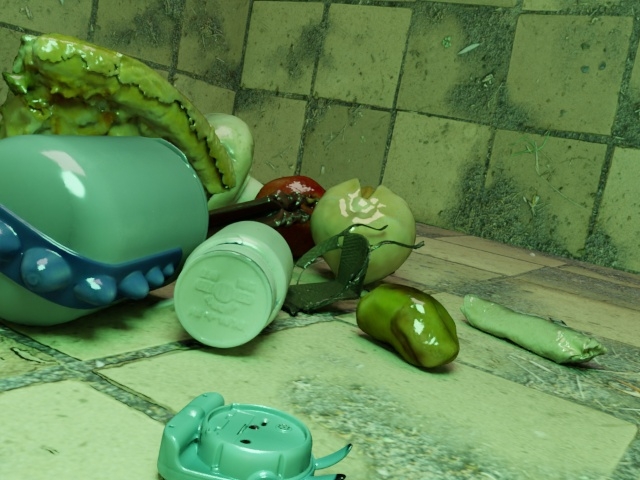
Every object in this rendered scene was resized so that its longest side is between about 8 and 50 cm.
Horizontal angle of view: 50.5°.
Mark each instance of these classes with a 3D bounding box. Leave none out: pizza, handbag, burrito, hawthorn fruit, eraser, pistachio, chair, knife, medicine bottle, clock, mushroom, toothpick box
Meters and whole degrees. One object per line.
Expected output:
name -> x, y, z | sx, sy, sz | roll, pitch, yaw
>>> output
pizza -> -0.349, -0.160, 1.077 | 0.434, 0.392, 0.080 | -21, 52, -20
handbag -> -0.171, -0.030, 1.339 | 0.275, 0.084, 0.260 | -15, 0, 16
burrito -> 0.350, 0.153, 1.164 | 0.082, 0.059, 0.275 | 13, 5, -40
hawthorn fruit -> -0.055, -0.063, 1.547 | 0.196, 0.197, 0.225 | 7, -19, -26
eraser -> 0.407, 0.158, 1.296 | 0.122, 0.029, 0.052 | 11, 8, 6
pistachio -> 0.132, 0.115, 0.976 | 0.110, 0.100, 0.189 | 0, 11, -33
chair -> 0.047, 0.054, 1.171 | 0.213, 0.149, 0.174 | 0, 16, -28
knife -> -0.119, 0.086, 1.145 | 0.222, 0.021, 0.045 | 16, 14, 33
medicine bottle -> -0.114, 0.054, 0.938 | 0.143, 0.144, 0.258 | 10, 7, -1
pistachio -> 0.087, -0.010, 1.408 | 0.229, 0.230, 0.309 | 12, -8, 10
clock -> -0.049, 0.171, 0.549 | 0.147, 0.045, 0.108 | 12, 9, 9
mushroom -> -0.272, -0.148, 1.673 | 0.314, 0.315, 0.356 | 13, -21, 18
toothpick box -> -0.305, -0.014, 0.877 | 0.262, 0.263, 0.354 | 12, 9, 12
